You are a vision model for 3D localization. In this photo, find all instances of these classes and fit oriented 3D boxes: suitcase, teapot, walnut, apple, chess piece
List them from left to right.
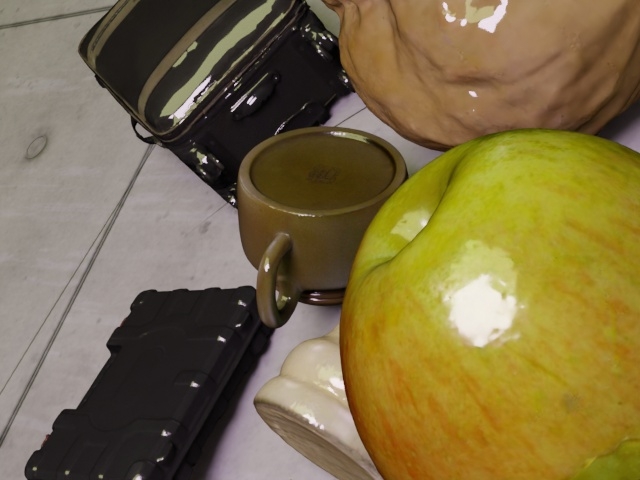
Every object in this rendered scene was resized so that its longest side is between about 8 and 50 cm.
[{"bbox_3d":[-0.189,0.173,1.294,0.206,0.066,0.286,-4,43,37],"label":"suitcase"},{"bbox_3d":[-0.153,-0.244,1.549,0.283,0.194,0.434,-46,39,0],"label":"suitcase"},{"bbox_3d":[0.000,0.000,1.234,0.185,0.175,0.268,13,38,23],"label":"teapot"},{"bbox_3d":[0.084,0.086,1.116,0.167,0.167,0.300,16,63,46],"label":"chess piece"},{"bbox_3d":[0.177,-0.256,1.180,0.383,0.383,0.384,-23,46,25],"label":"walnut"},{"bbox_3d":[0.172,0.079,0.897,0.339,0.339,0.340,-23,46,25],"label":"apple"}]

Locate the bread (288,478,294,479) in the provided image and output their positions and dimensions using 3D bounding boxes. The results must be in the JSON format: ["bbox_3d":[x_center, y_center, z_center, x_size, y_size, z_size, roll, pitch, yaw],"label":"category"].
[{"bbox_3d":[-0.050,0.279,1.155,0.083,0.035,0.070,-17,47,34],"label":"bread"}]
